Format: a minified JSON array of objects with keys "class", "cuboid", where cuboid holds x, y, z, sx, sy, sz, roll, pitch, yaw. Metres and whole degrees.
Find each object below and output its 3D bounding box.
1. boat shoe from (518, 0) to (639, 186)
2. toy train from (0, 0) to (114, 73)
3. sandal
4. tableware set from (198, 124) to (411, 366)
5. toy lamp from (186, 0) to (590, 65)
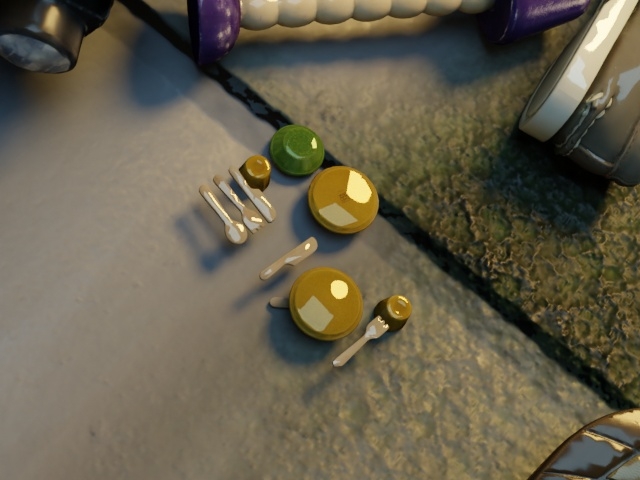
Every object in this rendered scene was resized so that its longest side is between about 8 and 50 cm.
[{"class":"boat shoe","cuboid":[0.255,-0.174,0.719,0.091,0.109,0.305,35,76,0]},{"class":"toy train","cuboid":[-0.176,-0.271,0.617,0.190,0.142,0.333,22,70,-34]},{"class":"sandal","cuboid":[0.149,0.183,0.620,0.219,0.060,0.090,-42,79,-5]},{"class":"tableware set","cuboid":[0.000,0.000,0.661,0.104,0.024,0.154,-36,82,-22]},{"class":"toy lamp","cuboid":[0.049,-0.166,0.689,0.275,0.080,0.080,-5,75,-13]}]
